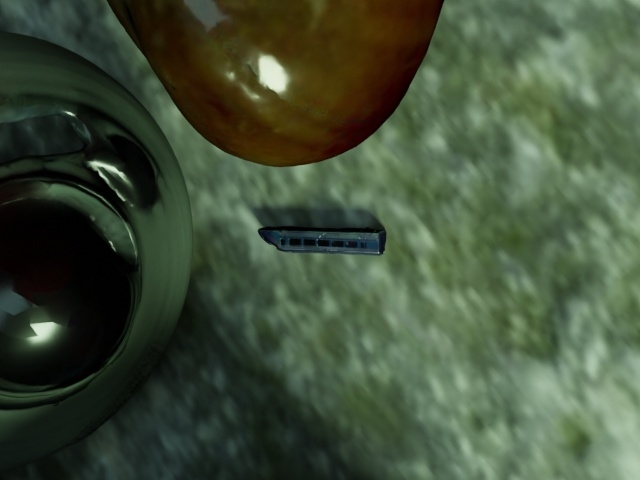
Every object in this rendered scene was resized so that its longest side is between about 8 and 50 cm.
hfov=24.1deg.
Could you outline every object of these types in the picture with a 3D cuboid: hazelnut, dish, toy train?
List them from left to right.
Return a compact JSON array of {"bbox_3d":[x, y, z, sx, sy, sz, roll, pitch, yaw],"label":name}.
[{"bbox_3d":[-0.174,0.023,0.861,0.134,0.273,0.273,24,103,53],"label":"dish"},{"bbox_3d":[-0.033,-0.167,0.849,0.217,0.217,0.251,-11,88,21],"label":"hazelnut"},{"bbox_3d":[0.000,0.000,0.943,0.083,0.017,0.017,2,100,21],"label":"toy train"}]
